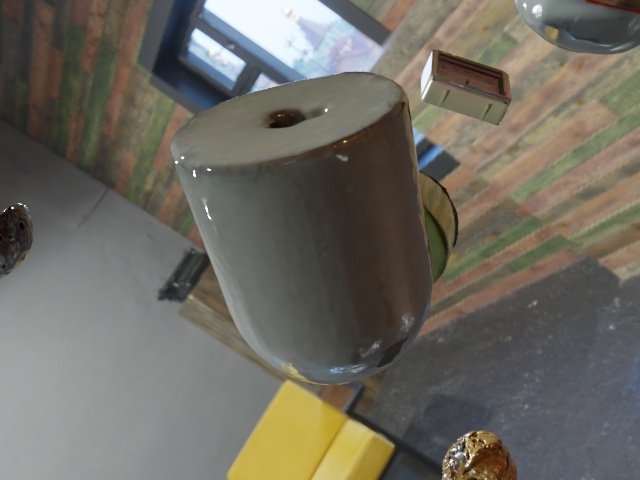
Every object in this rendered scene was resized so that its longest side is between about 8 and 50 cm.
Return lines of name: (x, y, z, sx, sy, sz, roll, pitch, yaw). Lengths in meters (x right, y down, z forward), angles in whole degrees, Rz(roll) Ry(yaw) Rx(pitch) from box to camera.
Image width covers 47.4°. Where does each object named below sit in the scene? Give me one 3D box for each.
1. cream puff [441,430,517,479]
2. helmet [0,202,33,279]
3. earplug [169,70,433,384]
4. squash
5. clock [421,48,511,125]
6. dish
cream puff: (0.256, 0.370, 1.193, 0.119, 0.104, 0.133, -53, 14, 48)
helmet: (-0.530, 0.016, 1.160, 0.177, 0.107, 0.153, -8, 19, 36)
earplug: (0.000, 0.000, 1.015, 0.313, 0.393, 0.312, -12, 29, 6)
squash: (0.118, -0.009, 1.221, 0.220, 0.220, 0.133, -51, 5, 34)
clock: (0.329, -0.347, 1.648, 0.147, 0.192, 0.071, -76, 4, -50)
dish: (0.402, -0.374, 1.116, 0.117, 0.256, 0.256, 106, -170, -50)
